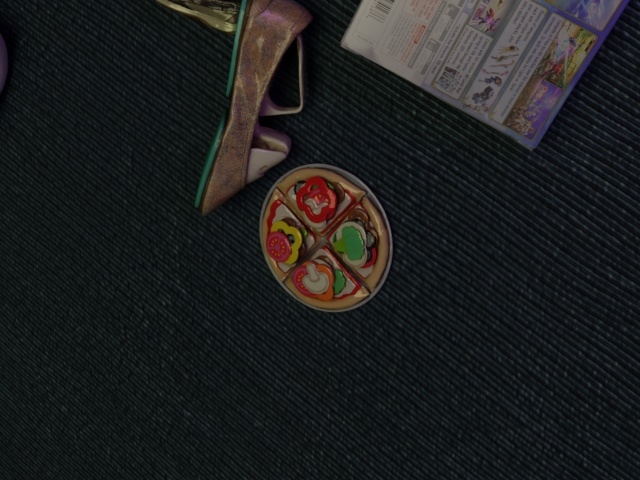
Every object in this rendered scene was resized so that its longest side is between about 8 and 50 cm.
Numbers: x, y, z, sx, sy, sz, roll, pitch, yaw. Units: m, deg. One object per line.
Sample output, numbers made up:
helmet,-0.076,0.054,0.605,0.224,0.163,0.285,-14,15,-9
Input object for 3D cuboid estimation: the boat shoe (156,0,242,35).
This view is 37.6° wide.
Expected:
boat shoe,-0.155,-0.314,1.228,0.152,0.056,0.049,25,110,12

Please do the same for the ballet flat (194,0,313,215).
ballet flat,-0.080,-0.159,1.198,0.106,0.107,0.316,15,118,-5

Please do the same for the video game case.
video game case,0.189,-0.270,0.990,0.244,0.061,0.269,29,118,1

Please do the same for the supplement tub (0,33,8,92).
supplement tub,-0.649,-0.313,1.431,0.316,0.193,0.193,34,118,19

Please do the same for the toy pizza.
toy pizza,0.000,0.000,1.232,0.201,0.032,0.201,8,107,28
